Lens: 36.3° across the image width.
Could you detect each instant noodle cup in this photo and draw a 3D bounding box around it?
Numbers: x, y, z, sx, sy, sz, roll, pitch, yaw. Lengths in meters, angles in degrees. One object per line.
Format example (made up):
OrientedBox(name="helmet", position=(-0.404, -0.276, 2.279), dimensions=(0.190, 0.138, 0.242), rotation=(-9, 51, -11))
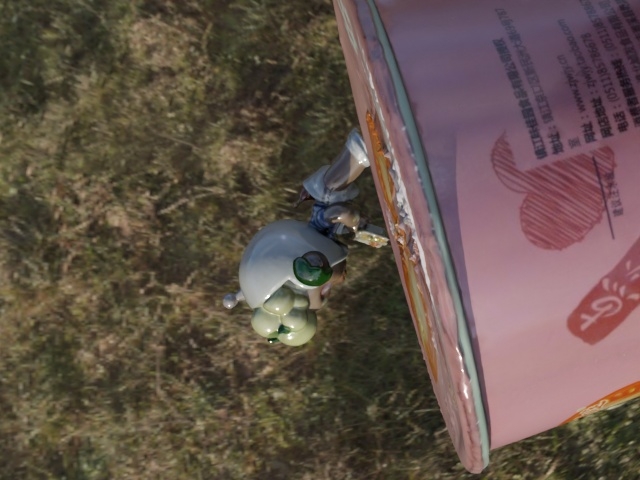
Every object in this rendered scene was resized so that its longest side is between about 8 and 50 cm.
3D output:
OrientedBox(name="instant noodle cup", position=(0.142, -0.041, 0.448), dimensions=(0.231, 0.243, 0.243), rotation=(-15, 77, 1))

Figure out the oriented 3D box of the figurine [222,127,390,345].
OrientedBox(name="figurine", position=(0.001, 0.001, 0.828), dimensions=(0.093, 0.147, 0.197), rotation=(41, 101, -3))
